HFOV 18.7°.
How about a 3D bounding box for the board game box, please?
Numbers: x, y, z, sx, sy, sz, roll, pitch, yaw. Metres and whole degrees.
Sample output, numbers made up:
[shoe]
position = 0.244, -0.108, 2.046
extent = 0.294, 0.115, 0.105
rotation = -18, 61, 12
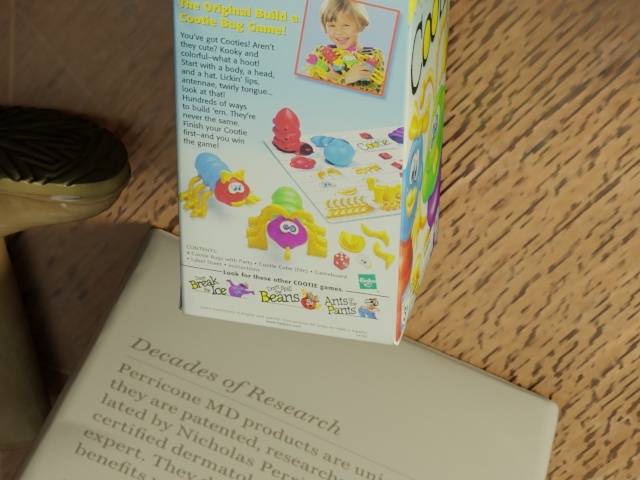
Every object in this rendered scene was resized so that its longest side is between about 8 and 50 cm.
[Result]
[board game box]
position = -0.002, -0.096, 1.179
extent = 0.144, 0.142, 0.275
rotation = 9, 123, 11

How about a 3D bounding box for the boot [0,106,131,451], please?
[boot]
position = -0.226, 0.036, 1.390
extent = 0.236, 0.089, 0.269
rotation = 10, 127, 23

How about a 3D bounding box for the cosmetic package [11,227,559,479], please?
[cosmetic package]
position = -0.070, 0.275, 1.311
extent = 0.327, 0.393, 0.329
rotation = 23, 127, 0
